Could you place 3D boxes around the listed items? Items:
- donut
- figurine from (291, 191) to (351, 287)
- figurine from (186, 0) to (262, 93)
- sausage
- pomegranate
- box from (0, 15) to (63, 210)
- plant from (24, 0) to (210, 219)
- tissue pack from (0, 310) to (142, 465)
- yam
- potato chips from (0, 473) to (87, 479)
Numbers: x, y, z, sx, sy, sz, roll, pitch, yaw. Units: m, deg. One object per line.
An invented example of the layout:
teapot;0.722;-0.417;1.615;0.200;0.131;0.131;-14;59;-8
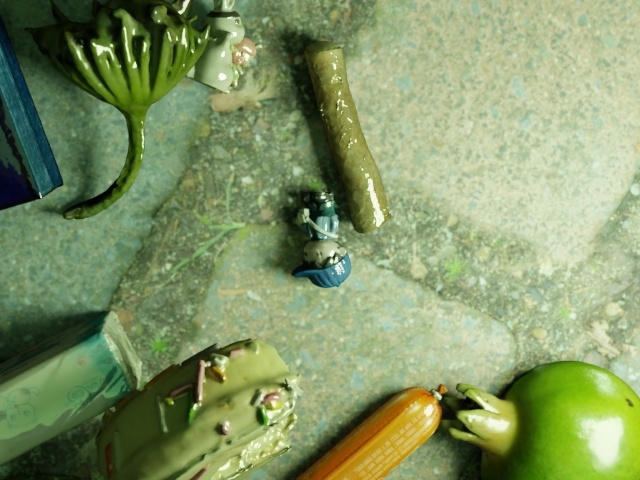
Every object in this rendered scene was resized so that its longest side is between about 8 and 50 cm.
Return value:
donut;-0.177;0.275;1.425;0.307;0.371;0.150;-28;73;-12
figurine;0.000;0.000;1.547;0.087;0.086;0.149;-2;89;-51
figurine;-0.141;-0.295;1.473;0.098;0.081;0.146;22;91;-57
sausage;0.084;0.339;1.608;0.312;0.093;0.093;-40;105;-3
pomegranate;0.372;0.343;1.601;0.359;0.216;0.309;23;98;-13
box;-0.532;-0.160;1.362;0.261;0.116;0.279;-16;102;8
plant;-0.277;-0.213;1.449;0.251;0.180;0.333;-3;129;-2
tissue pack;-0.399;0.218;1.436;0.271;0.201;0.124;-27;94;-5
yam;0.040;-0.159;1.526;0.066;0.066;0.299;-20;103;-7
potato chips;-0.444;0.426;1.556;0.209;0.026;0.142;19;98;-13
